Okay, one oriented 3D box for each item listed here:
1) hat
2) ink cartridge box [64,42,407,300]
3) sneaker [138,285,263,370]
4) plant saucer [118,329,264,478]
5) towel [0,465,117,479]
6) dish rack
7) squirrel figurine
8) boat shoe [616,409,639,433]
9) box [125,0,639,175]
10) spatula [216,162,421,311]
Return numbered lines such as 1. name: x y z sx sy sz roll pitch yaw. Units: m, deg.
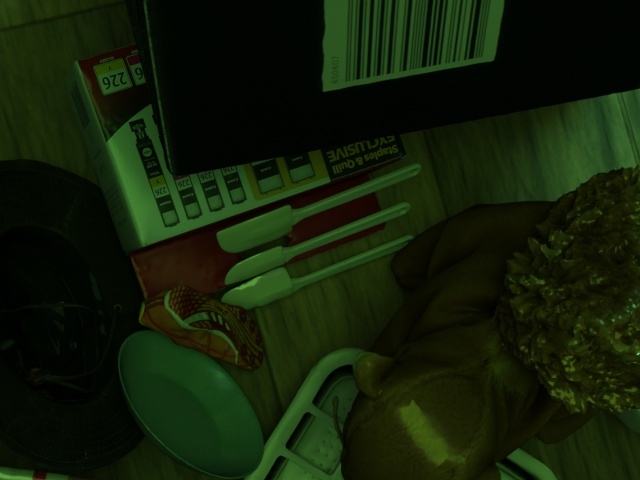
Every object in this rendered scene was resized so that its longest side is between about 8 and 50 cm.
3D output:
1. hat: -0.311 0.086 1.267 0.134 0.331 0.331 -19 90 34
2. ink cartridge box: -0.080 -0.098 1.311 0.309 0.130 0.272 -20 91 -18
3. sneaker: -0.126 0.096 1.325 0.175 0.067 0.064 38 48 -41
4. plant saucer: -0.145 0.181 1.278 0.195 0.195 0.037 44 111 -5
5. towel: -0.369 0.306 1.231 0.329 0.037 0.237 8 130 -8
6. dish rack: 0.076 0.309 1.363 0.333 0.072 0.285 33 82 -6
7. squirrel figurine: 0.184 0.097 1.161 0.281 0.397 0.370 56 38 4
8. boat shoe: 0.319 0.078 1.397 0.102 0.108 0.301 -39 92 -15
9. box: 0.030 -0.359 1.170 0.480 0.297 0.472 -11 52 -9
10. spatula: 0.000 0.000 1.335 0.242 0.168 0.019 -22 52 -17
